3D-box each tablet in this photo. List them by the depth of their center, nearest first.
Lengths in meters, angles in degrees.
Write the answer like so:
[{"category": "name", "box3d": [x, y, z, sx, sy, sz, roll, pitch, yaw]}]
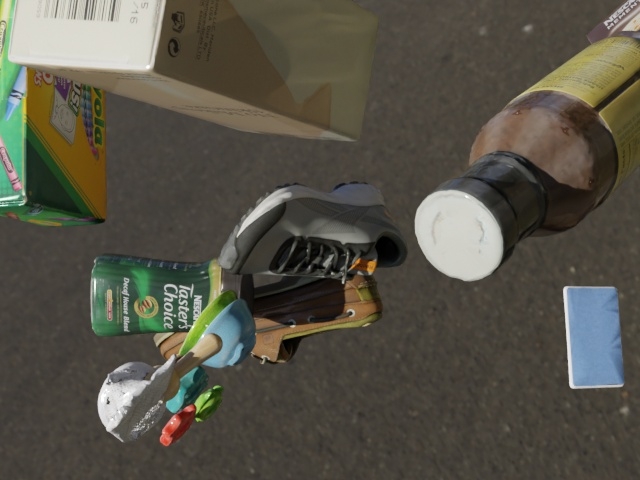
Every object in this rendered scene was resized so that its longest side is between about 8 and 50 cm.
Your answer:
[{"category": "tablet", "box3d": [0.224, 0.079, 0.906, 0.054, 0.083, 0.006, 1, -9, -23]}]

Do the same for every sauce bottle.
[{"category": "sauce bottle", "box3d": [0.187, -0.073, 0.870, 0.111, 0.111, 0.344, -4, 20, 40]}]

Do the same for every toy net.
[{"category": "toy net", "box3d": [-0.121, 0.112, 0.855, 0.122, 0.045, 0.232, -56, -13, 16]}]

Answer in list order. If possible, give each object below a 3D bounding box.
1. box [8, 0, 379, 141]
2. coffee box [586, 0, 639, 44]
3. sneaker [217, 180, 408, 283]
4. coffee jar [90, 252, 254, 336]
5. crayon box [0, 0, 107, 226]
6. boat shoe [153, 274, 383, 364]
[{"category": "box", "box3d": [-0.088, -0.168, 0.906, 0.148, 0.121, 0.311, 8, -1, 31]}, {"category": "coffee box", "box3d": [0.463, -0.251, 1.483, 0.141, 0.098, 0.246, -42, 21, 19]}, {"category": "sneaker", "box3d": [0.000, 0.000, 1.249, 0.271, 0.100, 0.108, -11, 53, -45]}, {"category": "coffee jar", "box3d": [-0.169, 0.065, 1.275, 0.184, 0.096, 0.079, 1, 10, 0]}, {"category": "crayon box", "box3d": [-0.286, -0.160, 1.099, 0.081, 0.278, 0.165, -4, -6, 15]}, {"category": "boat shoe", "box3d": [-0.069, 0.109, 1.404, 0.307, 0.104, 0.110, -23, -5, 19]}]
